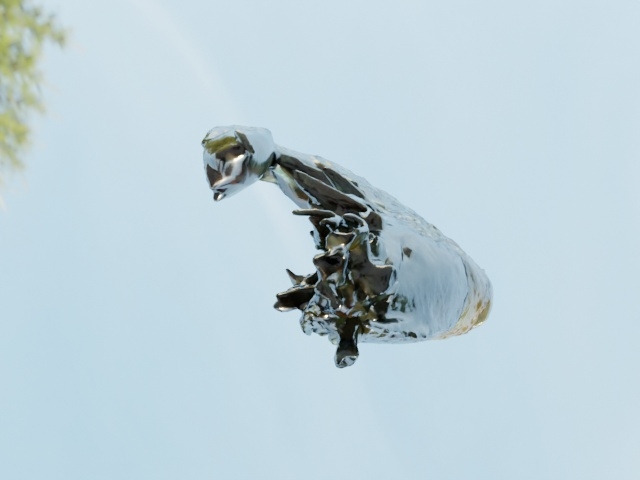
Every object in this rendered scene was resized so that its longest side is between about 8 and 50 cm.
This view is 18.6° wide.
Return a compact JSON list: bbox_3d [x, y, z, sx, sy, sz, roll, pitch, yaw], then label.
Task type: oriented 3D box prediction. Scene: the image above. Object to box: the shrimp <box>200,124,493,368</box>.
[{"bbox_3d":[0.000,0.000,0.503,0.091,0.161,0.034,32,-83,7],"label":"shrimp"}]
